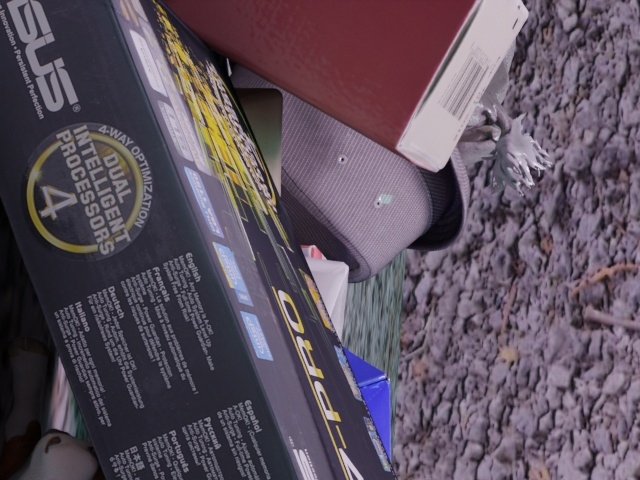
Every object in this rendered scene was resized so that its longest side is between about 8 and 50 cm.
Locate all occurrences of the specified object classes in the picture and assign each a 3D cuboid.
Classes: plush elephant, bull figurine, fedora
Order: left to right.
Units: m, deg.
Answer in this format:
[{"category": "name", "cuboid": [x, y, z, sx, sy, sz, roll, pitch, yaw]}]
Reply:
[{"category": "bull figurine", "cuboid": [-0.127, 0.171, 1.042, 0.310, 0.101, 0.188, 83, 10, -47]}, {"category": "fedora", "cuboid": [-0.009, -0.067, 1.600, 0.124, 0.244, 0.275, -48, 119, -25]}, {"category": "plush elephant", "cuboid": [0.085, -0.145, 2.102, 0.272, 0.255, 0.330, -19, 76, -42]}]

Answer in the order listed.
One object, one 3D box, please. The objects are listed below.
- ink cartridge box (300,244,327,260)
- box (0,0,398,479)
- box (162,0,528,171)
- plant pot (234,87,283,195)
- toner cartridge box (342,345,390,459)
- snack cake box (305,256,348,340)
[{"category": "ink cartridge box", "cuboid": [-0.048, 0.049, 1.538, 0.198, 0.115, 0.067, 50, 42, -78]}, {"category": "box", "cuboid": [-0.053, 0.059, 1.017, 0.318, 0.097, 0.395, 32, 35, -76]}, {"category": "box", "cuboid": [-0.004, -0.156, 1.243, 0.126, 0.232, 0.148, -61, 166, 3]}, {"category": "plant pot", "cuboid": [-0.092, -0.045, 1.268, 0.096, 0.109, 0.109, -14, 106, -71]}, {"category": "toner cartridge box", "cuboid": [-0.030, 0.267, 1.537, 0.075, 0.165, 0.347, 32, -50, 52]}, {"category": "snack cake box", "cuboid": [-0.046, 0.155, 1.313, 0.152, 0.089, 0.264, -70, 168, -63]}]
